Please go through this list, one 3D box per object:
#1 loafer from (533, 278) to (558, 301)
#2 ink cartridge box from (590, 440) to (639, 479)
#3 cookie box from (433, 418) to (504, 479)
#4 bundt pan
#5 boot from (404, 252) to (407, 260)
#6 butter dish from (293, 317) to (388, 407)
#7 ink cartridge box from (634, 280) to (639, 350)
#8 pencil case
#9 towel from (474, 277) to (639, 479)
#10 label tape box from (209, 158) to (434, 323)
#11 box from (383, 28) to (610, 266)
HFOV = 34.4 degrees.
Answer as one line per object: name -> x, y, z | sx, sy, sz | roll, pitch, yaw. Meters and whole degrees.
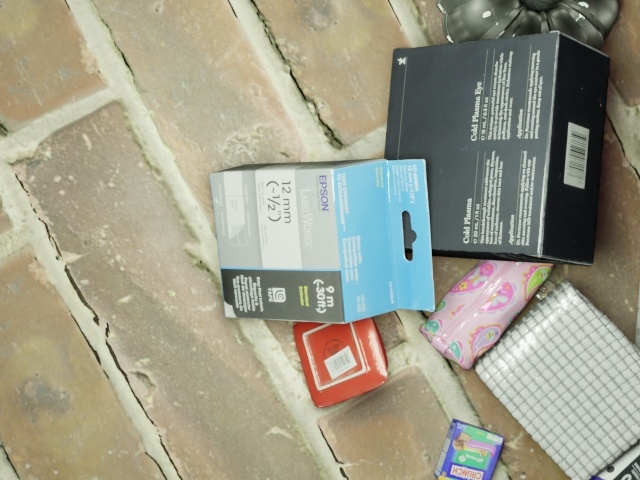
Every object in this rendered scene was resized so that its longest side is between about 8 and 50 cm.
loafer -> 0.420, 0.103, 1.837 | 0.125, 0.039, 0.045 | 35, 88, -4
ink cartridge box -> 0.575, 0.441, 1.814 | 0.208, 0.045, 0.206 | -41, 116, -3
cookie box -> 0.262, 0.381, 1.824 | 0.091, 0.040, 0.107 | 19, 89, -5
bundt pan -> 0.373, -0.434, 1.793 | 0.330, 0.124, 0.331 | 0, 90, -4
boot -> 0.042, -0.010, 1.779 | 0.246, 0.094, 0.207 | 8, 86, -11
butter dish -> 0.054, 0.193, 1.775 | 0.160, 0.118, 0.160 | -26, 70, 28
ink cartridge box -> 0.602, 0.140, 1.821 | 0.056, 0.099, 0.135 | 5, 90, -4
pencil case -> 0.299, 0.088, 1.786 | 0.124, 0.124, 0.284 | 42, 89, -3
towel -> 0.438, 0.241, 1.782 | 0.235, 0.121, 0.284 | -43, 92, 9
label tape box -> 0.000, 0.000, 1.669 | 0.347, 0.115, 0.249 | 1, 100, 32
box -> 0.276, -0.141, 1.672 | 0.179, 0.312, 0.343 | 8, 87, -49
